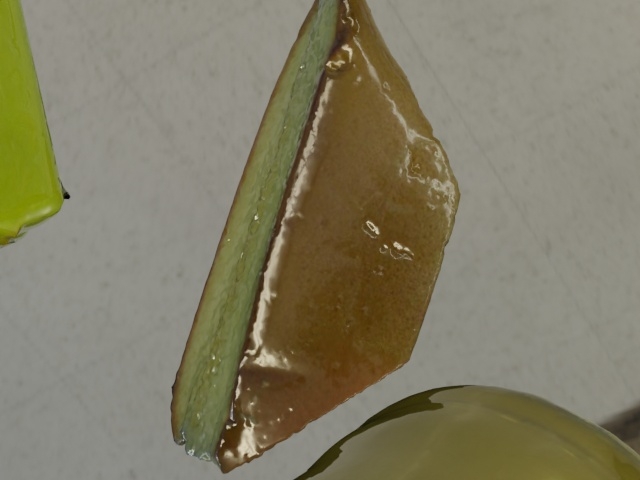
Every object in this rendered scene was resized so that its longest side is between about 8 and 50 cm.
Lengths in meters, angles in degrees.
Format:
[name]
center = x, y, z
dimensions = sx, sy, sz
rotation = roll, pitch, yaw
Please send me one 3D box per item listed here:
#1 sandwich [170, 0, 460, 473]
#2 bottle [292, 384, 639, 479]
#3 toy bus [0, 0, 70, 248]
[sandwich]
center = 0.000, 0.000, 0.825
dimensions = 0.096, 0.094, 0.258
rotation = 24, 80, -28
[bottle]
center = -0.036, 0.182, 0.430
dimensions = 0.172, 0.351, 0.171
rotation = 21, 123, 35
[toy bus]
center = -0.162, -0.100, 0.394
dimensions = 0.150, 0.128, 0.262
rotation = -6, 98, 44
